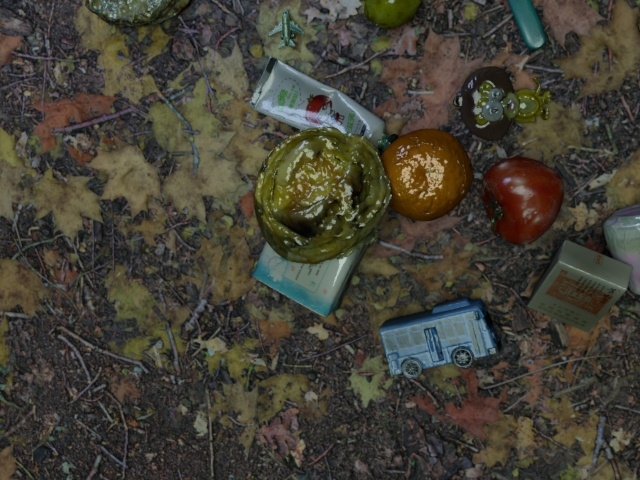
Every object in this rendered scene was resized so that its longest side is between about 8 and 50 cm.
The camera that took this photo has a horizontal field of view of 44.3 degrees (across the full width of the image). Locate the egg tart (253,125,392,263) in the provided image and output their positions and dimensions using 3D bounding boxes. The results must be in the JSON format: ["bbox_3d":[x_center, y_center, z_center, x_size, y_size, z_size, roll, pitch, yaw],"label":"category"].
[{"bbox_3d":[-0.005,-0.090,1.545,0.297,0.132,0.297,0,89,17],"label":"egg tart"}]

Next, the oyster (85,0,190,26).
[{"bbox_3d":[-0.391,-0.568,1.707,0.259,0.092,0.198,-23,96,12],"label":"oyster"}]

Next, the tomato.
[{"bbox_3d":[0.405,-0.079,1.556,0.151,0.187,0.187,-13,95,-8],"label":"tomato"}]

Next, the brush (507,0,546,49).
[{"bbox_3d":[0.403,-0.468,1.573,0.043,0.032,0.193,-23,80,19],"label":"brush"}]

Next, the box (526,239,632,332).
[{"bbox_3d":[0.505,0.093,1.547,0.141,0.201,0.058,24,60,8],"label":"box"}]

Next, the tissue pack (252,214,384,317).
[{"bbox_3d":[-0.002,-0.001,1.678,0.201,0.124,0.271,27,104,8],"label":"tissue pack"}]

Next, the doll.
[{"bbox_3d":[0.364,-0.283,1.575,0.188,0.096,0.145,-21,101,5],"label":"doll"}]

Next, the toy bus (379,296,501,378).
[{"bbox_3d":[0.252,0.202,1.654,0.234,0.116,0.133,-15,91,16],"label":"toy bus"}]

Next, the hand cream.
[{"bbox_3d":[0.008,-0.271,1.676,0.336,0.076,0.121,28,102,14],"label":"hand cream"}]

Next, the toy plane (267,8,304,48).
[{"bbox_3d":[-0.072,-0.451,1.678,0.080,0.033,0.083,0,91,13],"label":"toy plane"}]

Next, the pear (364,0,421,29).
[{"bbox_3d":[0.148,-0.487,1.589,0.107,0.107,0.131,37,115,5],"label":"pear"}]

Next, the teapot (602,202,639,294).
[{"bbox_3d":[0.654,0.022,1.490,0.163,0.221,0.178,-19,99,-15],"label":"teapot"}]

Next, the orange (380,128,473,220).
[{"bbox_3d":[0.210,-0.133,1.592,0.193,0.161,0.193,0,107,0],"label":"orange"}]
